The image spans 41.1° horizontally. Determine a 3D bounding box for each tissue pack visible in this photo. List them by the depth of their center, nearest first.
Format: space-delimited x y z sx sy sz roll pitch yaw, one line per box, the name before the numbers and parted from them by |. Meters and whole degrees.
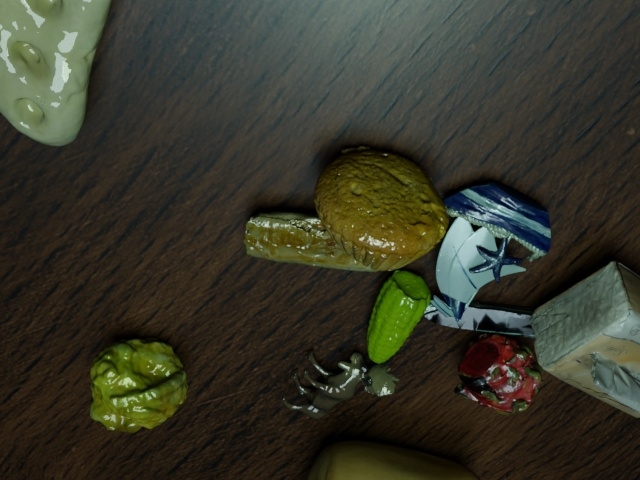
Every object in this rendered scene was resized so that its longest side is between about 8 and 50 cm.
tissue pack | 0.576 0.221 1.574 0.305 0.238 0.238 28 118 -30

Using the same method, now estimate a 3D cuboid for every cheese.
cheese | -0.414 -0.340 1.336 0.328 0.130 0.351 -25 118 16

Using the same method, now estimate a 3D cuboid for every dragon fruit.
dragon fruit | 0.355 0.272 1.688 0.166 0.160 0.172 -30 126 24

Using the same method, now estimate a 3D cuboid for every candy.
candy | 0.141 0.157 1.658 0.096 0.097 0.209 15 123 -9

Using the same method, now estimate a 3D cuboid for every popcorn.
popcorn | -0.362 0.287 1.696 0.197 0.198 0.155 19 138 -11

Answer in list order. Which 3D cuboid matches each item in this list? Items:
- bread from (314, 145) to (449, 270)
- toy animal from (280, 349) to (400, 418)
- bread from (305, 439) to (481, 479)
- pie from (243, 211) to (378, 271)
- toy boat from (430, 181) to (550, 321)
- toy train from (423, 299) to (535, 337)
bread | 0.099 -0.047 1.457 0.240 0.240 0.139 12 131 -7
toy animal | 0.042 0.295 1.754 0.186 0.094 0.214 31 124 -12
bread | 0.147 0.580 1.823 0.376 0.253 0.348 13 126 -5
pie | 0.000 0.000 1.576 0.282 0.068 0.129 8 133 -6
toy boat | 0.316 0.027 1.583 0.210 0.070 0.292 4 117 2
toy train | 0.316 0.146 1.679 0.251 0.048 0.055 8 111 2
